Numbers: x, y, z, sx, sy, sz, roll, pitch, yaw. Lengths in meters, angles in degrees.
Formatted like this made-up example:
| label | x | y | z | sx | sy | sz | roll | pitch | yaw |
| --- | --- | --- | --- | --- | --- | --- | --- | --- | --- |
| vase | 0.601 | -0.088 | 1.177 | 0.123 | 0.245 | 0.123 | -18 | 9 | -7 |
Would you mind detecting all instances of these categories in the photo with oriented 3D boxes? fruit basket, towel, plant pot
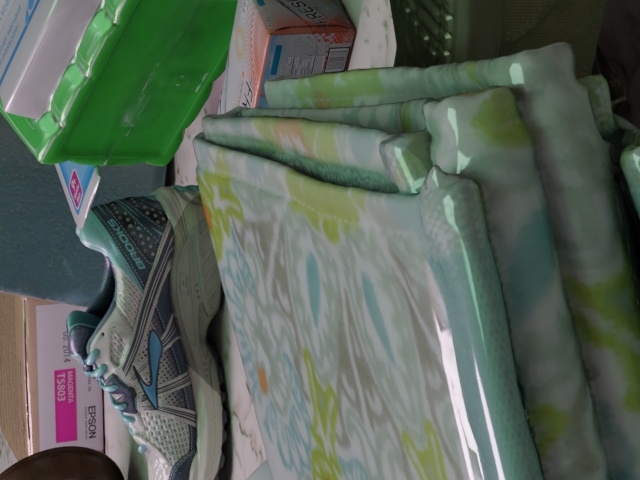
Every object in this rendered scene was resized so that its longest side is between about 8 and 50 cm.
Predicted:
| label | x | y | z | sx | sy | sz | roll | pitch | yaw |
| --- | --- | --- | --- | --- | --- | --- | --- | --- | --- |
| fruit basket | -0.185 | -0.239 | 1.153 | 0.327 | 0.165 | 0.353 | -53 | 57 | 42 |
| towel | 0.062 | 0.114 | 0.598 | 0.320 | 0.090 | 0.374 | -162 | 57 | -72 |
| plant pot | -0.242 | 0.318 | 1.565 | 0.165 | 0.167 | 0.167 | 49 | 140 | 47 |
| plant pot | -0.269 | -0.111 | 1.426 | 0.248 | 0.247 | 0.252 | 45 | 120 | 60 |

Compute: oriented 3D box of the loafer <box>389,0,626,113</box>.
| label | x | y | z | sx | sy | sz | roll | pitch | yaw |
| --- | --- | --- | --- | --- | --- | --- | --- | --- | --- |
| loafer | 0.082 | -0.059 | 0.691 | 0.268 | 0.092 | 0.102 | 87 | 165 | -58 |

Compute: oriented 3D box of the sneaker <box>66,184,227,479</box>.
| label | x | y | z | sx | sy | sz | roll | pitch | yaw |
| --- | --- | --- | --- | --- | --- | --- | --- | --- | --- |
| sneaker | -0.149 | 0.096 | 1.296 | 0.110 | 0.122 | 0.283 | -157 | 64 | -68 |

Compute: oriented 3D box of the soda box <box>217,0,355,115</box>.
| label | x | y | z | sx | sy | sz | roll | pitch | yaw |
| --- | --- | --- | --- | --- | --- | --- | --- | --- | --- |
| soda box | -0.030 | -0.080 | 1.028 | 0.063 | 0.058 | 0.183 | -114 | 28 | -42 |

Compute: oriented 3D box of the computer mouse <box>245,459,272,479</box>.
| label | x | y | z | sx | sy | sz | roll | pitch | yaw |
| --- | --- | --- | --- | --- | --- | --- | --- | --- | --- |
| computer mouse | -0.049 | 0.246 | 1.174 | 0.106 | 0.042 | 0.193 | -130 | 40 | -59 |

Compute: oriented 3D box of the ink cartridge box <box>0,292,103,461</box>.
| label | x | y | z | sx | sy | sz | roll | pitch | yaw |
| --- | --- | --- | --- | --- | --- | --- | --- | --- | --- |
| ink cartridge box | -0.308 | 0.130 | 1.788 | 0.193 | 0.088 | 0.234 | -148 | 56 | -64 |
